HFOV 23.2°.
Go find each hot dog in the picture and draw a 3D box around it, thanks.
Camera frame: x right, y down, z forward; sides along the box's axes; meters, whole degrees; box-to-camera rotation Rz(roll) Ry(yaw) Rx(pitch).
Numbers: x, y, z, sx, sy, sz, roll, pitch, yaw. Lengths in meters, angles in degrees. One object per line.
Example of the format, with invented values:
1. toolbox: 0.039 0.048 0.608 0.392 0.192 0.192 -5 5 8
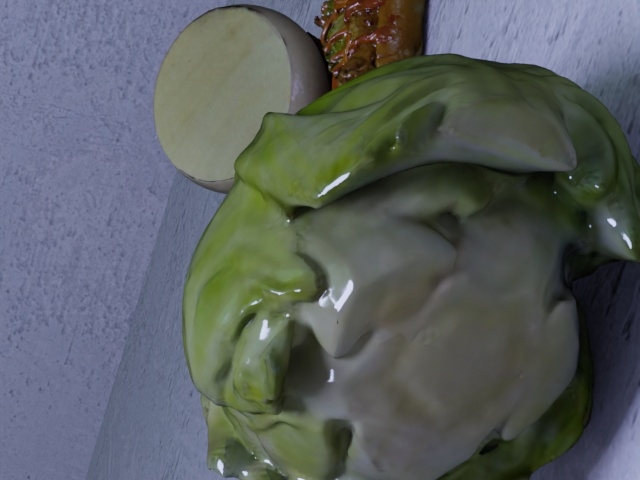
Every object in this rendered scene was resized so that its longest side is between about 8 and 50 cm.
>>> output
1. hot dog: 0.062 -0.291 1.984 0.158 0.117 0.349 129 150 -59

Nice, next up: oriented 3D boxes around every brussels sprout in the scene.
1. brussels sprout: 0.060 0.026 1.288 0.425 0.342 0.361 -60 27 17

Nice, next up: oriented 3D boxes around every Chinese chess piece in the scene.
1. Chinese chess piece: -0.104 -0.184 2.043 0.250 0.097 0.251 -5 82 34

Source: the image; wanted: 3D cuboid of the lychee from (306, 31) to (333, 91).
1. lychee: -0.034 -0.194 2.157 0.188 0.188 0.188 -167 90 -75
